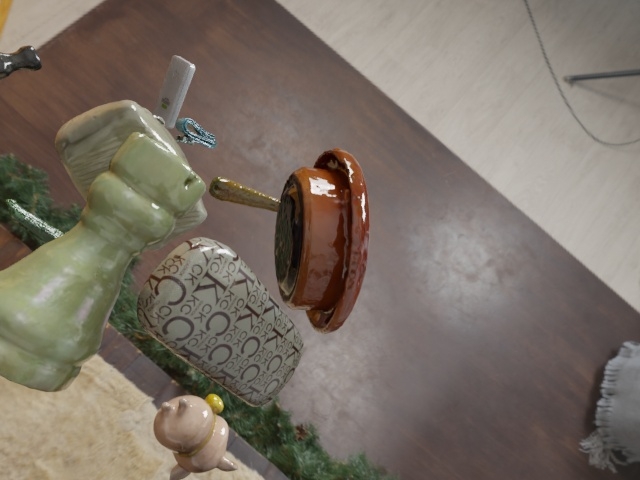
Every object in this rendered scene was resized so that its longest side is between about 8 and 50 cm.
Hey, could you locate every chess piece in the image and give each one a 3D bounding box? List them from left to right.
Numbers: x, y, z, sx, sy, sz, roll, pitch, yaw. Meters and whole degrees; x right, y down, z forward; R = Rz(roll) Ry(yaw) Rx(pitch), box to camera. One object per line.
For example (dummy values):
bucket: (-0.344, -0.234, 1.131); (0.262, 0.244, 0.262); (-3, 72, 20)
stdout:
chess piece: (-0.398, 0.025, 0.878); (0.234, 0.234, 0.442); (37, 80, 0)

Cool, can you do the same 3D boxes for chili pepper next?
chili pepper: (-0.825, -0.042, 1.442); (0.227, 0.059, 0.088); (44, 96, -7)

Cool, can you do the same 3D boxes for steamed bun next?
steamed bun: (-0.449, -0.173, 1.198); (0.247, 0.383, 0.236); (-29, 48, -3)

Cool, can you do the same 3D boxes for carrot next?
carrot: (-0.208, -0.131, 1.589); (0.298, 0.078, 0.078); (17, 72, -17)

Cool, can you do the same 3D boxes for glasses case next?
glasses case: (-0.116, 0.127, 0.679); (0.085, 0.354, 0.137); (27, 69, 32)

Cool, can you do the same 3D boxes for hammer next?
hammer: (-0.623, -0.244, 0.918); (0.168, 0.440, 0.044); (-28, 100, -32)

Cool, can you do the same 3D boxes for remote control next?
remote control: (-0.538, -0.539, 1.807); (0.103, 0.034, 0.250); (34, 109, 22)

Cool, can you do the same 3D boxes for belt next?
belt: (-0.458, -0.374, 1.814); (0.065, 0.179, 0.100); (18, 86, 39)

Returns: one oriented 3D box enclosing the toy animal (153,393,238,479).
toy animal: (-0.304, 0.454, 1.182); (0.165, 0.248, 0.149); (-8, 33, 13)

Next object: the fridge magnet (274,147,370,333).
fridge magnet: (0.000, 0.000, 0.976); (0.155, 0.363, 0.363); (4, 74, -16)
